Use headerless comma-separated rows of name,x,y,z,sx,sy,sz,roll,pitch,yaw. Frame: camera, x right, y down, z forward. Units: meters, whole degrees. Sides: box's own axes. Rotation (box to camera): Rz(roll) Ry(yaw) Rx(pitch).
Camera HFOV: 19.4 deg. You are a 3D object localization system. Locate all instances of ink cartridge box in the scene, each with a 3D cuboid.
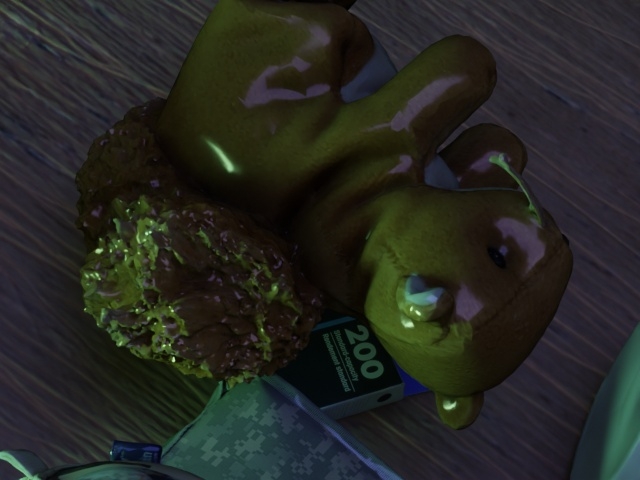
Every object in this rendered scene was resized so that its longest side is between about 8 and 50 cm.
ink cartridge box,-0.009,0.061,1.690,0.208,0.045,0.206,-14,68,-24

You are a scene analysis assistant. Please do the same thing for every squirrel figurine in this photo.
squirrel figurine,0.000,0.000,1.526,0.397,0.281,0.370,-27,57,-11

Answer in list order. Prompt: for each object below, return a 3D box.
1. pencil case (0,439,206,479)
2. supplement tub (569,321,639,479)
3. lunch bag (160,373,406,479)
pencil case,-0.167,0.352,1.325,0.184,0.160,0.410,15,96,23
supplement tub,0.410,0.209,1.631,0.331,0.241,0.241,25,60,-4
lunch bag,-0.039,0.270,1.504,0.287,0.169,0.235,45,60,3
